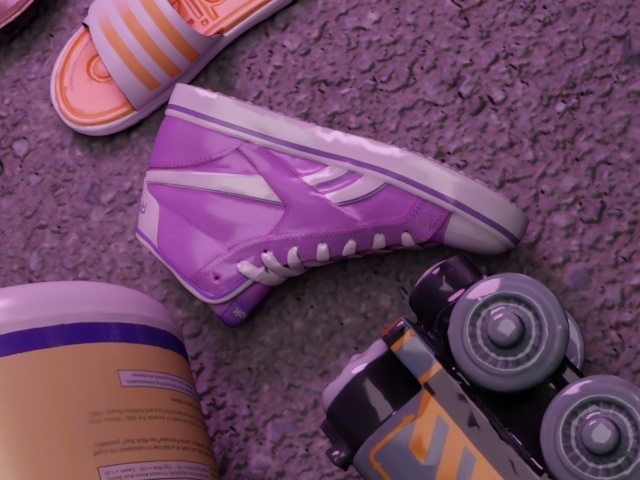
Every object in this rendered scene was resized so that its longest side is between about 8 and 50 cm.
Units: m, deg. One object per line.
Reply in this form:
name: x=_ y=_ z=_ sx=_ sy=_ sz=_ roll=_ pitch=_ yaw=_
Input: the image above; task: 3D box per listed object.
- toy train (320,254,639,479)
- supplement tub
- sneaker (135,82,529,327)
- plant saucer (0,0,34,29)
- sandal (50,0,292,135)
toy train: x=0.144 y=0.168 z=0.854 sx=0.190 sy=0.142 sz=0.334 roll=-43 pitch=70 yaw=4
supplement tub: x=-0.166 y=0.218 z=0.829 sx=0.241 sy=0.241 sz=0.331 roll=-19 pitch=69 yaw=3
sneaker: x=0.000 y=0.000 z=0.965 sx=0.282 sy=0.102 sz=0.161 roll=17 pitch=86 yaw=18
plant saucer: x=-0.306 y=-0.244 z=1.123 sx=0.199 sy=0.036 sz=0.198 roll=-3 pitch=71 yaw=8
sandal: x=-0.111 y=-0.193 z=1.050 sx=0.265 sy=0.076 sz=0.102 roll=-38 pitch=69 yaw=-4
